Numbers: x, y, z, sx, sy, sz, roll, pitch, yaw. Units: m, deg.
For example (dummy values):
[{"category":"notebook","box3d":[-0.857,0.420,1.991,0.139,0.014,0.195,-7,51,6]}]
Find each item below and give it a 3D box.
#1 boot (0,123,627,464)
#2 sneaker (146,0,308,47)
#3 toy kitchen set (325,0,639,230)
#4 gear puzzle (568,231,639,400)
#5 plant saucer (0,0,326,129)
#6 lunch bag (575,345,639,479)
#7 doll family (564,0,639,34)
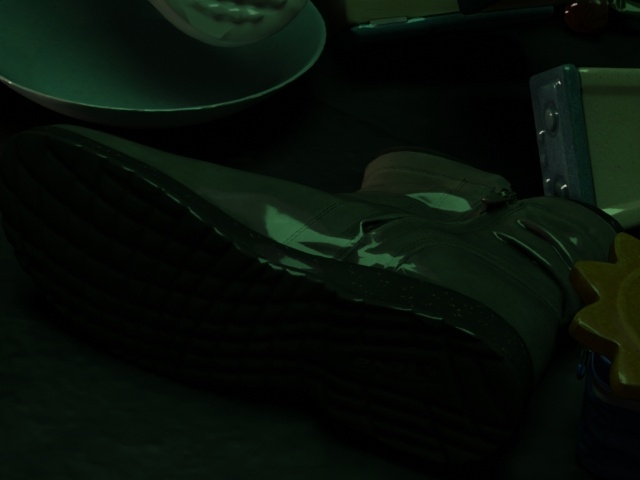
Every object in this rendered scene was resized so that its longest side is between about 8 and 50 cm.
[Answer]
[{"category":"boot","box3d":[0.000,0.000,0.629,0.247,0.083,0.161,23,31,15]},{"category":"sneaker","box3d":[-0.099,-0.249,0.775,0.126,0.321,0.127,-25,3,-14]},{"category":"toy kitchen set","box3d":[0.090,-0.080,0.755,0.122,0.166,0.207,-8,1,-11]},{"category":"gear puzzle","box3d":[0.242,0.064,0.520,0.339,0.044,0.175,9,43,-15]},{"category":"plant saucer","box3d":[-0.094,-0.103,0.786,0.195,0.037,0.195,3,35,-2]},{"category":"lunch bag","box3d":[0.145,0.056,0.560,0.098,0.065,0.067,17,36,15]},{"category":"doll family","box3d":[0.122,-0.188,0.916,0.193,0.076,0.111,19,41,27]}]
